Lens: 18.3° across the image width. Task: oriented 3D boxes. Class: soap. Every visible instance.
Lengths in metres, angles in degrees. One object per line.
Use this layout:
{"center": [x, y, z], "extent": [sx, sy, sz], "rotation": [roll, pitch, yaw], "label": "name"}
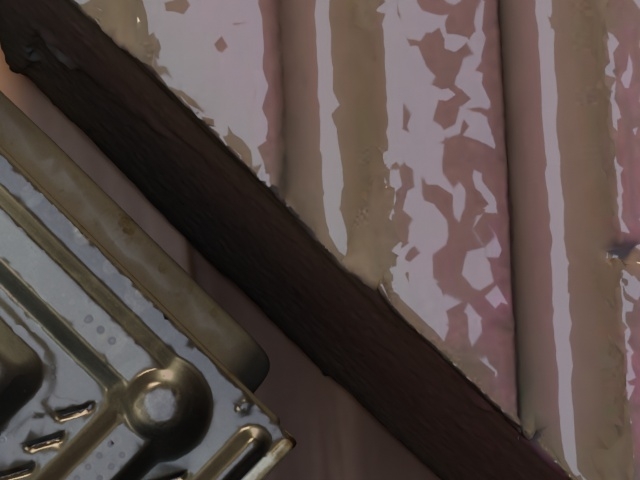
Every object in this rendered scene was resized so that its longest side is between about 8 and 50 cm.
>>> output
{"center": [0.000, 0.000, 0.685], "extent": [0.257, 0.159, 0.302], "rotation": [-2, 82, -12], "label": "soap"}

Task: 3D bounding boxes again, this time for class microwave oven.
{"center": [-0.148, 0.037, 0.669], "extent": [0.240, 0.145, 0.194], "rotation": [45, 82, -1], "label": "microwave oven"}
